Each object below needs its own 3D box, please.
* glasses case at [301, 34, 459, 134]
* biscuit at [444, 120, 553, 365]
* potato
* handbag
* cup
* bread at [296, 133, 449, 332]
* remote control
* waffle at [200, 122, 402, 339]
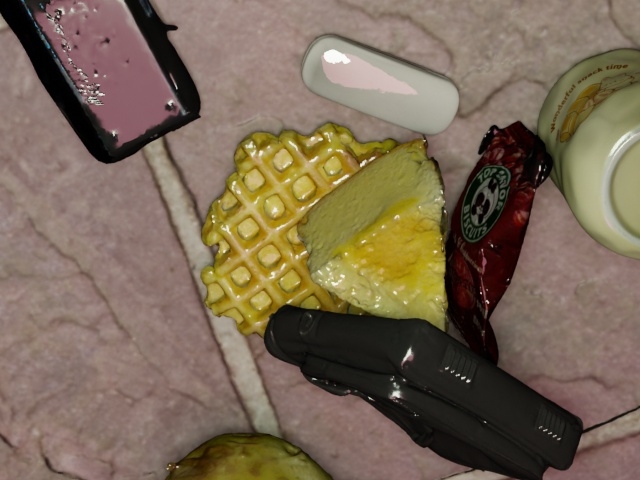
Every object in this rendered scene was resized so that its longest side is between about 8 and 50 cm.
[{"bbox_3d":[0.060,-0.155,1.673,0.164,0.041,0.063,19,107,-11],"label":"glasses case"},{"bbox_3d":[0.172,-0.004,1.685,0.063,0.151,0.235,11,111,-20],"label":"biscuit"},{"bbox_3d":[-0.054,0.318,1.779,0.246,0.196,0.299,-23,144,26],"label":"potato"},{"bbox_3d":[0.100,0.151,1.670,0.275,0.244,0.088,30,76,-36],"label":"handbag"},{"bbox_3d":[0.352,-0.092,1.638,0.255,0.202,0.173,-10,112,-2],"label":"cup"},{"bbox_3d":[0.093,-0.005,1.637,0.169,0.140,0.160,30,114,-23],"label":"bread"},{"bbox_3d":[-0.252,-0.258,1.595,0.144,0.062,0.399,-28,111,5],"label":"remote control"},{"bbox_3d":[0.000,0.001,1.726,0.245,0.052,0.254,9,109,-10],"label":"waffle"}]
